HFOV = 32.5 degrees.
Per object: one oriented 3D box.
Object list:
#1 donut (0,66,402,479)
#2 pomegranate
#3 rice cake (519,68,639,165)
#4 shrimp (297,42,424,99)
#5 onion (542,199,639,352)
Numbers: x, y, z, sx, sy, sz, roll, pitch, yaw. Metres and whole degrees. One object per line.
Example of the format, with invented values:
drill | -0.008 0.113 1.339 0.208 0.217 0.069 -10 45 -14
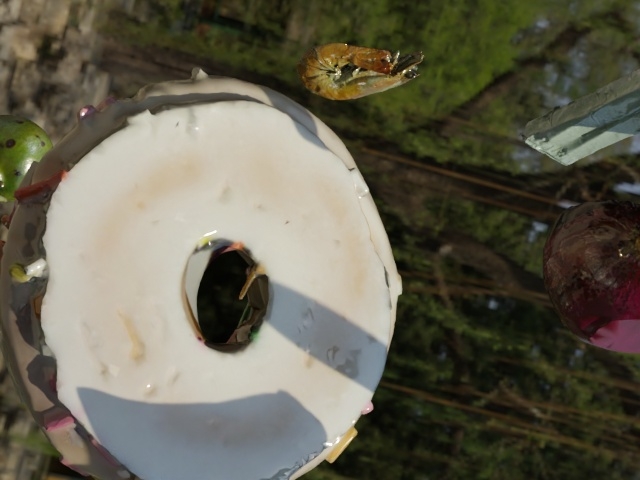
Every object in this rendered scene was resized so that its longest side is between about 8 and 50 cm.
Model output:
donut | -0.109 0.046 0.974 0.142 0.383 0.382 -5 -111 59
pomegranate | -0.498 -0.116 1.748 0.148 0.148 0.169 115 -7 -49
rice cake | 0.357 -0.155 1.382 0.226 0.085 0.040 -25 -137 54
shrimp | 0.060 -0.273 1.738 0.115 0.217 0.051 52 41 -51
onion | 0.338 0.064 1.235 0.218 0.195 0.139 95 8 -58
